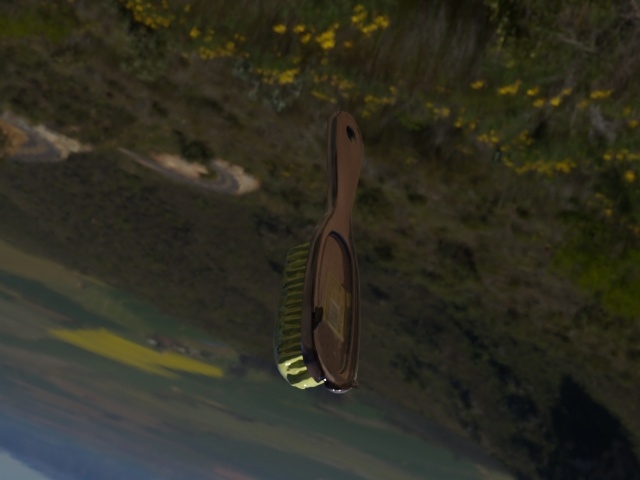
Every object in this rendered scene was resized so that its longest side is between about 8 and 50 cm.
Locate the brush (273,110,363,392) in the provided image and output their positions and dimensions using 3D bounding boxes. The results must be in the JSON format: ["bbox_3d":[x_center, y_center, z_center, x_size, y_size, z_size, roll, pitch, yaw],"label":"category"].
[{"bbox_3d":[-0.002,-0.001,0.900,0.067,0.312,0.072,-17,135,24],"label":"brush"}]
